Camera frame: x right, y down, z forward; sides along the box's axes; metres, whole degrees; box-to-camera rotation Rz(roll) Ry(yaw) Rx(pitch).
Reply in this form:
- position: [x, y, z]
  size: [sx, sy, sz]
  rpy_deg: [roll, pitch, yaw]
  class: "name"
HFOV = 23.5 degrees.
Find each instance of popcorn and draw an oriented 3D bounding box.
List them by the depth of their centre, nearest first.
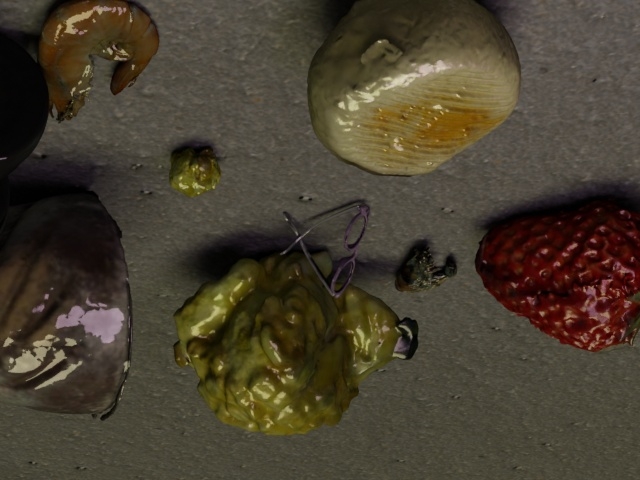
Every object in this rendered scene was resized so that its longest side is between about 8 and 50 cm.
- position: [-0.161, -0.085, 1.913]
  size: [0.068, 0.059, 0.083]
  rpy_deg: [-21, -173, -25]
  class: "popcorn"
- position: [-0.062, 0.137, 2.164]
  size: [0.237, 0.293, 0.293]
  rpy_deg: [26, 177, 45]
  class: "popcorn"

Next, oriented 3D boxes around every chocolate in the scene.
- position: [-0.380, 0.090, 1.944]
  size: [0.213, 0.303, 0.303]
  rpy_deg: [-1, 155, -27]
  class: "chocolate"

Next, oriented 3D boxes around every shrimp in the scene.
- position: [-0.251, -0.198, 1.710]
  size: [0.133, 0.053, 0.236]
  rpy_deg: [-14, 154, -22]
  class: "shrimp"
- position: [0.156, 0.039, 2.206]
  size: [0.091, 0.034, 0.161]
  rpy_deg: [-10, 161, -9]
  class: "shrimp"

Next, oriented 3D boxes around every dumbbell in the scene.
- position: [-0.422, -0.097, 1.732]
  size: [0.185, 0.185, 0.388]
  rpy_deg: [8, 150, -19]
  class: "dumbbell"

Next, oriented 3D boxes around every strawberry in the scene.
- position: [0.327, 0.040, 2.062]
  size: [0.244, 0.205, 0.205]
  rpy_deg: [14, 157, 16]
  class: "strawberry"

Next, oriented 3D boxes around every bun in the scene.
- position: [0.088, -0.176, 1.646]
  size: [0.244, 0.153, 0.244]
  rpy_deg: [-17, 148, -11]
  class: "bun"

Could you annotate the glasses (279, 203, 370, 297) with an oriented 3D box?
- position: [0.000, 0.000, 2.081]
  size: [0.104, 0.140, 0.062]
  rpy_deg: [24, -154, 22]
  class: "glasses"
